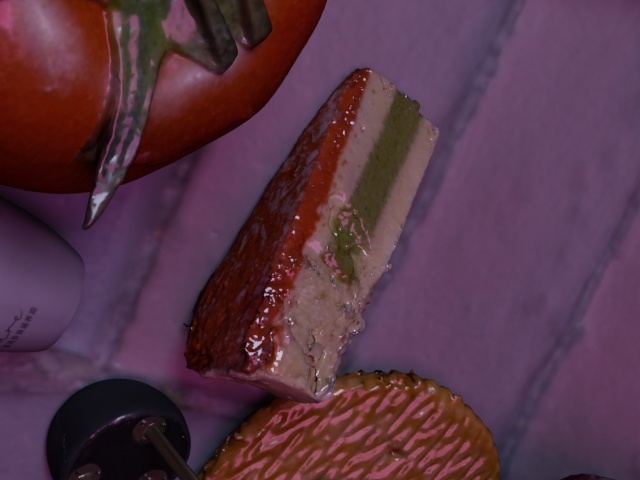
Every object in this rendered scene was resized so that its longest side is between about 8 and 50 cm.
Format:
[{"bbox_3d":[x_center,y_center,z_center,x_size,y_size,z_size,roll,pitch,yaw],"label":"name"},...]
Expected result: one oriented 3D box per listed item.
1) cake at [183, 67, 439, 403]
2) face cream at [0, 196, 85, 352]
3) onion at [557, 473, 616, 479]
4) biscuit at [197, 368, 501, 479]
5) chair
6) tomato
[{"bbox_3d":[-0.013,0.004,0.759,0.086,0.117,0.220,33,64,-29],"label":"cake"},{"bbox_3d":[-0.195,0.020,0.675,0.095,0.091,0.091,26,100,-33],"label":"face cream"},{"bbox_3d":[0.176,0.255,0.868,0.247,0.111,0.250,-39,152,14],"label":"onion"},{"bbox_3d":[0.018,0.209,0.848,0.254,0.035,0.254,-6,110,-17],"label":"biscuit"},{"bbox_3d":[-0.095,0.191,0.725,0.104,0.221,0.095,-34,140,-6],"label":"chair"},{"bbox_3d":[-0.119,-0.149,0.555,0.256,0.224,0.256,-13,113,-32],"label":"tomato"}]
